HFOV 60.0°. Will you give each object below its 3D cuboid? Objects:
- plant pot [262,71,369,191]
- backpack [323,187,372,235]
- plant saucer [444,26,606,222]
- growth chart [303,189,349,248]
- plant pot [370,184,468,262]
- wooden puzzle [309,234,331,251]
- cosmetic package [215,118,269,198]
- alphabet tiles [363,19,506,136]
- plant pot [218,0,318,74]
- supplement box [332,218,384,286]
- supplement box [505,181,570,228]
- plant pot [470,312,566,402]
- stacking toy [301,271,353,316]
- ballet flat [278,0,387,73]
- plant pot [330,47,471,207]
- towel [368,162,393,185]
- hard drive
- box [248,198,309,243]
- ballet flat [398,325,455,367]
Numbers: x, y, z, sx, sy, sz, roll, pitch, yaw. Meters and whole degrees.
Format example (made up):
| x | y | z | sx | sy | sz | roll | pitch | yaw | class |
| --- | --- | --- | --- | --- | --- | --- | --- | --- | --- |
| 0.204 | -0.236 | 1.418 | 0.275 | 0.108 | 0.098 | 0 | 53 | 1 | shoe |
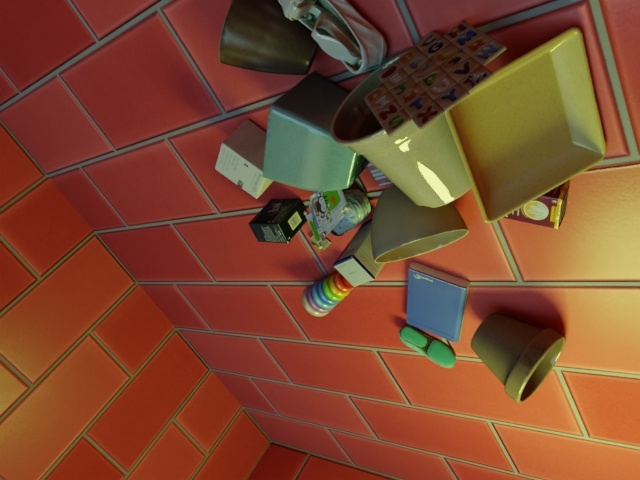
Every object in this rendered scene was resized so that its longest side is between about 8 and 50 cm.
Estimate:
| x | y | z | sx | sy | sz | roll | pitch | yaw | class |
| --- | --- | --- | --- | --- | --- | --- | --- | --- | --- |
| 0.013 | -0.281 | 1.573 | 0.252 | 0.248 | 0.247 | 26 | 136 | 13 | plant pot |
| 0.085 | -0.094 | 1.852 | 0.152 | 0.115 | 0.182 | 50 | 140 | -11 | backpack |
| 0.453 | -0.256 | 1.254 | 0.333 | 0.333 | 0.081 | 61 | 180 | -29 | plant saucer |
| 0.016 | -0.106 | 1.818 | 0.172 | 0.021 | 0.237 | 62 | 140 | 24 | growth chart |
| 0.268 | -0.068 | 1.631 | 0.284 | 0.284 | 0.191 | -33 | 69 | 53 | plant pot |
| 0.000 | 0.000 | 2.117 | 0.078 | 0.014 | 0.116 | 40 | 145 | -10 | wooden puzzle |
| -0.233 | -0.277 | 1.889 | 0.183 | 0.151 | 0.151 | 36 | 146 | 2 | cosmetic package |
| 0.235 | -0.360 | 1.210 | 0.285 | 0.342 | 0.011 | -36 | 122 | 13 | alphabet tiles |
| -0.125 | -0.538 | 1.486 | 0.230 | 0.215 | 0.215 | 21 | 144 | -2 | plant pot |
| 0.158 | 0.032 | 1.838 | 0.114 | 0.220 | 0.111 | 46 | 145 | -13 | supplement box |
| 0.545 | -0.110 | 1.463 | 0.188 | 0.081 | 0.104 | 15 | 139 | 29 | supplement box |
| 0.622 | 0.356 | 1.803 | 0.229 | 0.263 | 0.263 | 35 | 148 | 33 | plant pot |
| 0.062 | 0.182 | 2.187 | 0.141 | 0.141 | 0.330 | 43 | 137 | -7 | stacking toy |
| -0.006 | -0.569 | 1.387 | 0.400 | 0.139 | 0.139 | 41 | 145 | -4 | ballet flat |
| 0.248 | -0.260 | 1.392 | 0.334 | 0.334 | 0.305 | -9 | 135 | 46 | plant pot |
| 0.192 | -0.257 | 1.655 | 0.144 | 0.029 | 0.197 | -10 | 124 | 43 | towel |
| 0.413 | 0.227 | 1.988 | 0.210 | 0.040 | 0.319 | 20 | 141 | 24 | hard drive |
| -0.151 | -0.073 | 2.042 | 0.158 | 0.156 | 0.093 | 2 | 130 | 40 | box |
| 0.418 | 0.415 | 2.176 | 0.247 | 0.083 | 0.087 | 31 | 168 | 10 | ballet flat |
